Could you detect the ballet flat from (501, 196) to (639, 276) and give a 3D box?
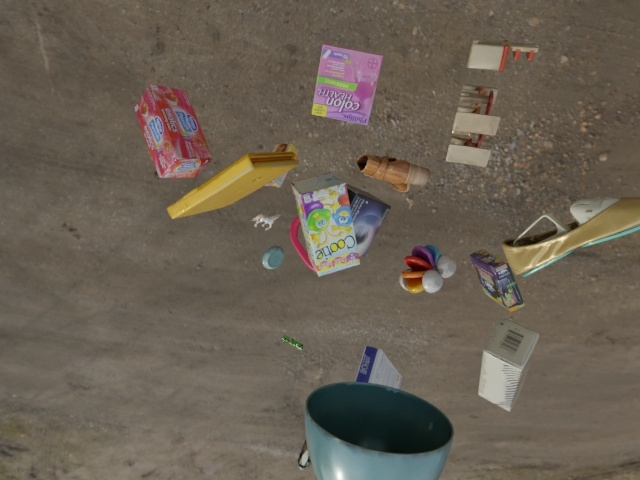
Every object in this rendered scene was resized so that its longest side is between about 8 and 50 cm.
[{"bbox_3d":[0.365,-0.017,0.595,0.073,0.080,0.232,59,140,9],"label":"ballet flat"}]

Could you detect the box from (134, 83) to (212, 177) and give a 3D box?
[{"bbox_3d":[-0.453,-0.331,1.254,0.123,0.256,0.128,-31,167,38],"label":"box"}]

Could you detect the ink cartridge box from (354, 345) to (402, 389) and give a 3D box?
[{"bbox_3d":[0.185,0.578,1.429,0.071,0.324,0.330,6,149,28],"label":"ink cartridge box"}]

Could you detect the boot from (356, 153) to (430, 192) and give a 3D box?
[{"bbox_3d":[0.158,-0.170,0.988,0.152,0.197,0.072,11,90,-9],"label":"boot"}]

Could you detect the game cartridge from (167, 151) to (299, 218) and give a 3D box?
[{"bbox_3d":[-0.256,-0.170,1.229,0.324,0.285,0.052,-24,92,25],"label":"game cartridge"}]

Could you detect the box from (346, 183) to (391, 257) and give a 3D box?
[{"bbox_3d":[0.135,-0.099,1.929,0.294,0.183,0.296,11,111,-49],"label":"box"}]

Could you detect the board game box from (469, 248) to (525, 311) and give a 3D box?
[{"bbox_3d":[0.507,0.111,1.184,0.048,0.170,0.141,-26,99,3],"label":"board game box"}]

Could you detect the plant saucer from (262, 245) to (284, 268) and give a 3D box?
[{"bbox_3d":[-0.211,0.083,1.877,0.119,0.021,0.119,-20,124,-32],"label":"plant saucer"}]

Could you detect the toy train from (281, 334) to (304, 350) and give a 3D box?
[{"bbox_3d":[-0.092,0.343,1.369,0.083,0.023,0.017,25,123,12],"label":"toy train"}]

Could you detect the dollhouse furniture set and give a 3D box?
[{"bbox_3d":[0.396,-0.324,0.960,0.135,0.262,0.259,13,126,15],"label":"dollhouse furniture set"}]

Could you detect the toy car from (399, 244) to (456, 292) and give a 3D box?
[{"bbox_3d":[0.340,0.084,1.350,0.159,0.182,0.136,-6,118,58],"label":"toy car"}]

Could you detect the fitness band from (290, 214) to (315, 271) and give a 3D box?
[{"bbox_3d":[0.000,0.000,1.680,0.209,0.290,0.054,-34,163,-3],"label":"fitness band"}]

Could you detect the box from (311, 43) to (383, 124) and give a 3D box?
[{"bbox_3d":[0.094,-0.570,1.496,0.214,0.117,0.243,11,115,-1],"label":"box"}]

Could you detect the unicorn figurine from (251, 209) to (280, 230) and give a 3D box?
[{"bbox_3d":[-0.279,-0.109,2.153,0.111,0.060,0.162,-45,158,22],"label":"unicorn figurine"}]

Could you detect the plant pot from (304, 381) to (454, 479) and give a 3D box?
[{"bbox_3d":[0.102,0.435,0.816,0.290,0.290,0.195,7,93,-7],"label":"plant pot"}]

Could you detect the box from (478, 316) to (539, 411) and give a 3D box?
[{"bbox_3d":[0.472,0.322,1.041,0.094,0.113,0.275,24,151,34],"label":"box"}]

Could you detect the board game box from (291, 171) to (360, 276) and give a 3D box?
[{"bbox_3d":[0.016,-0.052,1.279,0.142,0.144,0.275,-17,115,-9],"label":"board game box"}]

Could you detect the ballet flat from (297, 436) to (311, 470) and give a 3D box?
[{"bbox_3d":[-0.026,0.508,1.007,0.041,0.114,0.041,20,160,7],"label":"ballet flat"}]

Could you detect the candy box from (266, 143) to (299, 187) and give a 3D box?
[{"bbox_3d":[-0.178,-0.318,1.724,0.109,0.186,0.053,14,163,46],"label":"candy box"}]
